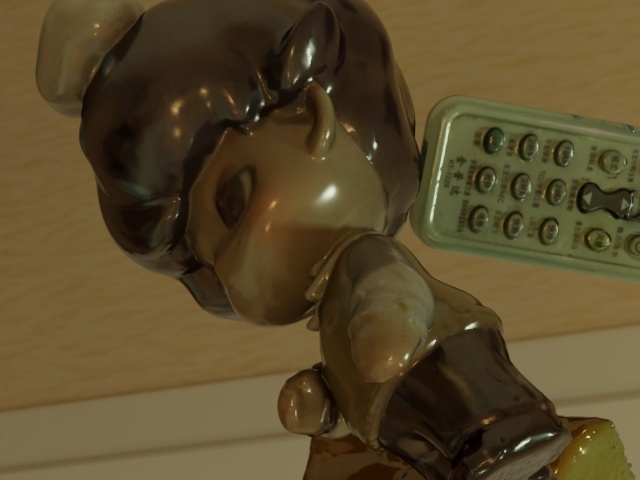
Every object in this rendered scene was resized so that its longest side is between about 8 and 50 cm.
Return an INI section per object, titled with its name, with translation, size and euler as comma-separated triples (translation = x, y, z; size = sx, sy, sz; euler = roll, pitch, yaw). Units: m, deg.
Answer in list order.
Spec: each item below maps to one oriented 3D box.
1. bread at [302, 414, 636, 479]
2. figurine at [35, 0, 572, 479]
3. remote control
[bread]
translation = 0.082, 0.324, 1.042
size = 0.233, 0.244, 0.362
euler = 56, 45, -49
[figurine]
translation = -0.015, 0.014, 0.828
size = 0.218, 0.206, 0.365
euler = 64, 4, -59
[remote control]
translation = 0.243, -0.032, 1.172
size = 0.065, 0.335, 0.128
euler = -125, -135, -83
